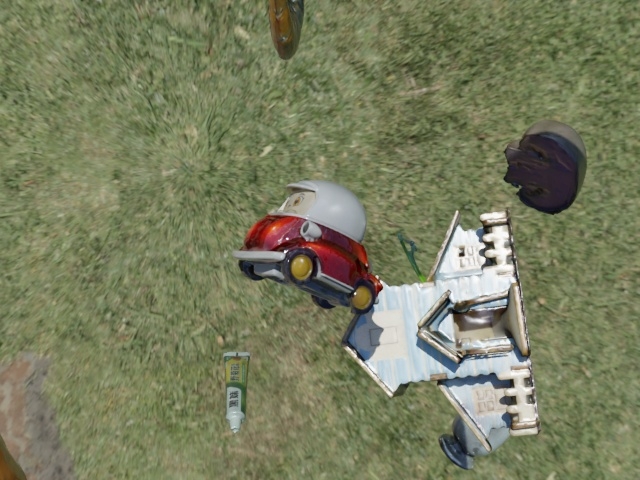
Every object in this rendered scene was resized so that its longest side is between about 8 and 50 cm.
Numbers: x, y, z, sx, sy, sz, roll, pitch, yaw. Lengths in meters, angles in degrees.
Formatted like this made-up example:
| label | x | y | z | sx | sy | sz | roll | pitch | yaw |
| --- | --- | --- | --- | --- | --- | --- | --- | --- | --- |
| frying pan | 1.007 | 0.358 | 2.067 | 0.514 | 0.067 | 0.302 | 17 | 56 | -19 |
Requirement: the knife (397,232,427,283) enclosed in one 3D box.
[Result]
| label | x | y | z | sx | sy | sz | roll | pitch | yaw |
| --- | --- | --- | --- | --- | --- | --- | --- | --- | --- |
| knife | 0.199 | 0.060 | 1.649 | 0.022 | 0.078 | 0.166 | -39 | 59 | 22 |

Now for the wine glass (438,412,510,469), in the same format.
| label | x | y | z | sx | sy | sz | roll | pitch | yaw |
| --- | --- | --- | --- | --- | --- | --- | --- | --- | --- |
| wine glass | 0.345 | 0.385 | 1.764 | 0.111 | 0.111 | 0.204 | 36 | 110 | -10 |

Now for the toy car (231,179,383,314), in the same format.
| label | x | y | z | sx | sy | sz | roll | pitch | yaw |
| --- | --- | --- | --- | --- | --- | --- | --- | --- | --- |
| toy car | 0.000 | 0.000 | 0.788 | 0.139 | 0.112 | 0.112 | 26 | 78 | -28 |

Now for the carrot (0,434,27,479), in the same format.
| label | x | y | z | sx | sy | sz | roll | pitch | yaw |
| --- | --- | --- | --- | --- | --- | --- | --- | --- | --- |
| carrot | -0.221 | 0.093 | 0.374 | 0.196 | 0.196 | 0.254 | -37 | 95 | -4 |

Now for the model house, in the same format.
| label | x | y | z | sx | sy | sz | roll | pitch | yaw |
| --- | --- | --- | --- | --- | --- | --- | --- | --- | --- |
| model house | 0.130 | 0.105 | 0.956 | 0.206 | 0.178 | 0.271 | -8 | 83 | 12 |

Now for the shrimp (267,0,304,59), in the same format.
| label | x | y | z | sx | sy | sz | roll | pitch | yaw |
| --- | --- | --- | --- | --- | --- | --- | --- | --- | --- |
| shrimp | -0.049 | -0.365 | 1.061 | 0.051 | 0.198 | 0.262 | -1 | 54 | 2 |

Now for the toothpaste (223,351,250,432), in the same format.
| label | x | y | z | sx | sy | sz | roll | pitch | yaw |
| --- | --- | --- | --- | --- | --- | --- | --- | --- | --- |
| toothpaste | -0.141 | 0.249 | 1.403 | 0.049 | 0.204 | 0.031 | 1 | 118 | -5 |

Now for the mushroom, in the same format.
| label | x | y | z | sx | sy | sz | roll | pitch | yaw |
| --- | --- | --- | --- | --- | --- | --- | --- | --- | --- |
| mushroom | 0.429 | -0.144 | 1.553 | 0.117 | 0.141 | 0.188 | -39 | 140 | -29 |
